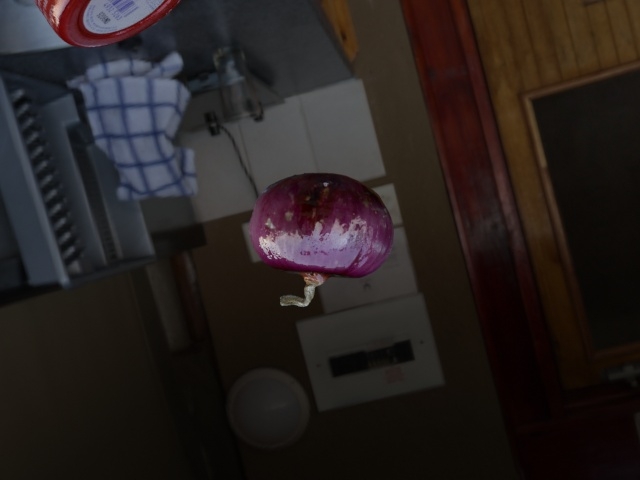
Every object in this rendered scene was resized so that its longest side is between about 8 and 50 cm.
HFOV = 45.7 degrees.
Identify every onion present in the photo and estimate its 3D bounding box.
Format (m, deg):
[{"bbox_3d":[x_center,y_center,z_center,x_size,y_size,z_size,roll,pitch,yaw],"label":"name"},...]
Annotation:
[{"bbox_3d":[0.002,-0.011,0.931,0.177,0.153,0.177,-17,-175,2],"label":"onion"}]

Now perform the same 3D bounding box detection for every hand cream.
[{"bbox_3d":[-0.247,-0.323,0.866,0.193,0.125,0.193,-34,175,-4],"label":"hand cream"}]
